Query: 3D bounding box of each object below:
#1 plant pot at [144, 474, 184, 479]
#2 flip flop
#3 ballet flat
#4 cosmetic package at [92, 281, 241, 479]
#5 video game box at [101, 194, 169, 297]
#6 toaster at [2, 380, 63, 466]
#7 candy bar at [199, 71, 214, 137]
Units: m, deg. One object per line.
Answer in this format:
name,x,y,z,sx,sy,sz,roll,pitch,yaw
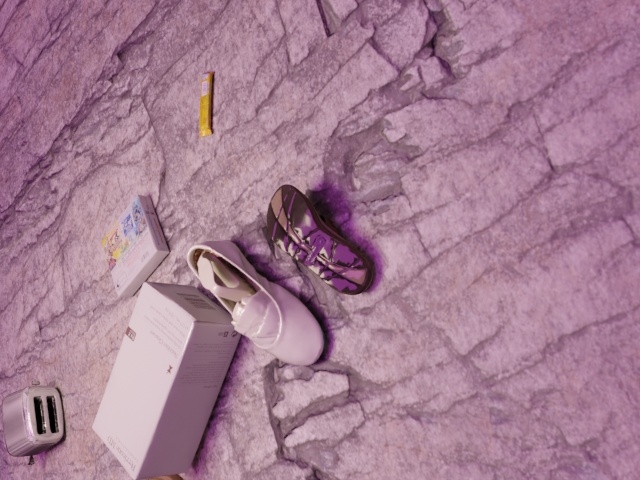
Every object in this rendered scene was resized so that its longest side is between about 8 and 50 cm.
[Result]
plant pot,-0.393,0.660,1.626,0.237,0.109,0.238,-7,80,44
flip flop,0.000,0.000,1.367,0.277,0.080,0.112,40,108,23
ballet flat,-0.155,0.125,1.453,0.400,0.139,0.139,41,112,38
cosmetic package,-0.346,0.310,1.584,0.217,0.156,0.385,28,100,40
video game box,-0.487,0.016,1.839,0.205,0.048,0.187,-44,59,30
toaster,-0.833,0.528,2.047,0.146,0.129,0.227,-31,63,34
candy bar,-0.276,-0.331,1.702,0.040,0.018,0.162,-5,81,40
